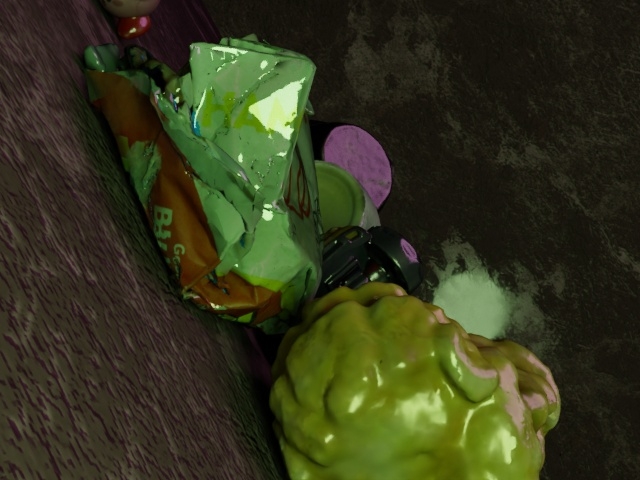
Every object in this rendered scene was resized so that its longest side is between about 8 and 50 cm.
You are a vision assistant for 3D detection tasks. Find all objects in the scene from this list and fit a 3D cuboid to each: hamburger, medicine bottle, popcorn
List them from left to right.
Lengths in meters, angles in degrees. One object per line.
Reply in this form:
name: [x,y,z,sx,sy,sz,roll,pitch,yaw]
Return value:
hamburger: [-0.058,-0.066,0.647,0.276,0.151,0.260,63,2,38]
medicine bottle: [0.000,0.000,0.967,0.147,0.147,0.143,63,2,30]
popcorn: [0.070,0.121,0.610,0.200,0.203,0.226,-93,165,-67]

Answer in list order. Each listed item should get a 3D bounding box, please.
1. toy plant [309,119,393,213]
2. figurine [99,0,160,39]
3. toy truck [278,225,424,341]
toy plant: [-0.019,-0.078,1.156,0.235,0.175,0.218,-21,-91,53]
figurine: [-0.196,-0.258,0.855,0.083,0.067,0.071,45,-28,35]
toy truck: [0.022,0.085,0.823,0.165,0.147,0.224,21,-35,51]
